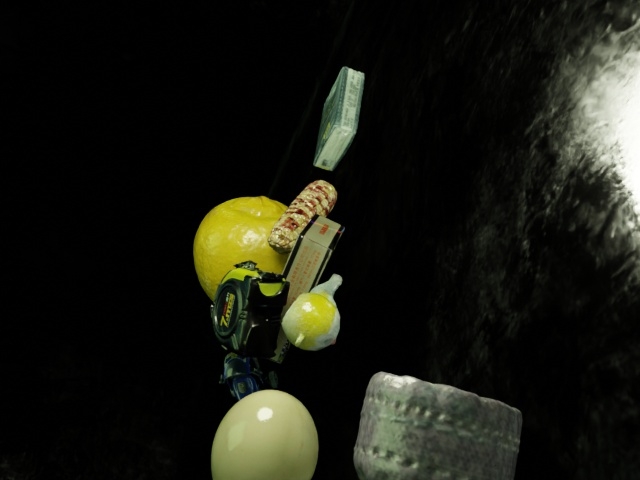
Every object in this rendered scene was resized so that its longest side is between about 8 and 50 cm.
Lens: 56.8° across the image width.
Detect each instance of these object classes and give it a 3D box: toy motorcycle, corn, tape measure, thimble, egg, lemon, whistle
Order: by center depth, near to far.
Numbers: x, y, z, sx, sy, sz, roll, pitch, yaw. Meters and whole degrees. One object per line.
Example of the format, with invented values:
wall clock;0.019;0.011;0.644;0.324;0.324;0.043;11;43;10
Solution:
thimble;0.103;0.183;0.535;0.150;0.150;0.098;144;143;-70
egg;-0.099;0.380;1.042;0.186;0.186;0.242;-117;40;-74
whistle;0.001;0.147;1.214;0.123;0.123;0.223;-62;-6;37
tape measure;-0.150;0.143;1.254;0.186;0.112;0.199;11;89;54
toy motorcycle;-0.166;0.346;1.377;0.169;0.113;0.315;-78;-26;-80
corn;-0.045;-0.057;1.520;0.290;0.098;0.098;-55;-3;-47
lemon;-0.190;0.044;1.651;0.348;0.348;0.348;-161;90;-78

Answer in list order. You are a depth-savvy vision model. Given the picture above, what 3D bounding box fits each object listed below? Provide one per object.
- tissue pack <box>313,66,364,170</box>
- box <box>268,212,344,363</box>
tissue pack;0.056;-0.356;1.742;0.185;0.081;0.257;125;159;-52
box;-0.050;0.107;1.381;0.198;0.084;0.310;-58;-8;-71
